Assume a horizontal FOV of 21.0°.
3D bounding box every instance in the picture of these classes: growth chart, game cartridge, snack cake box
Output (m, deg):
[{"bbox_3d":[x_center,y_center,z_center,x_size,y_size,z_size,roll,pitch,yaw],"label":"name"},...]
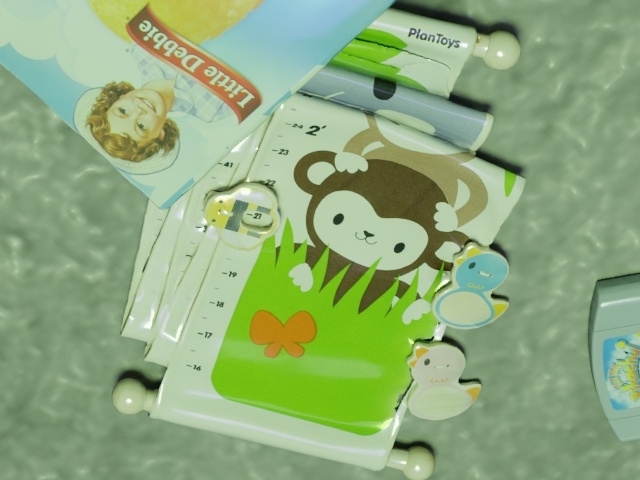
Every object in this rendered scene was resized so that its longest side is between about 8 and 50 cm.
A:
[{"bbox_3d":[0.000,0.000,0.718,0.171,0.021,0.237,7,122,-6],"label":"growth chart"},{"bbox_3d":[0.145,0.051,0.752,0.056,0.017,0.083,-9,121,10],"label":"game cartridge"},{"bbox_3d":[-0.090,-0.157,0.564,0.152,0.089,0.264,-41,107,20],"label":"snack cake box"}]
